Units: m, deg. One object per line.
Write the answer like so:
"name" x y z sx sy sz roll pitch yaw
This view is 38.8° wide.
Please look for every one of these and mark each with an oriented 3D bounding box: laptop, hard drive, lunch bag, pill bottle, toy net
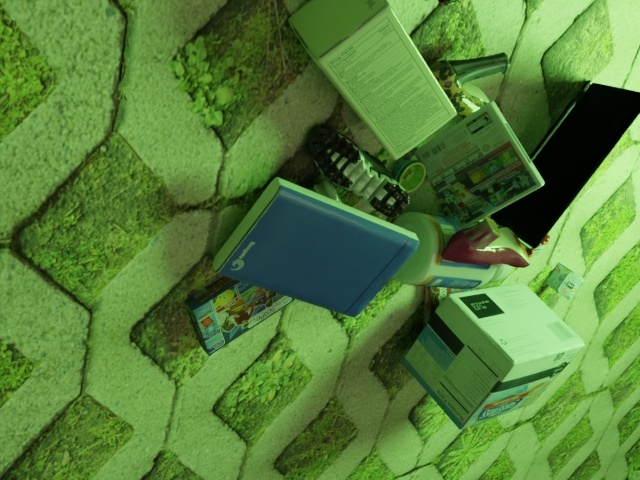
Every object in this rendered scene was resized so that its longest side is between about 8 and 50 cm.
"laptop" 0.586 -0.134 2.034 0.382 0.236 0.408 -53 142 7
"hard drive" -0.004 0.022 1.636 0.318 0.040 0.210 20 122 -34
"lunch bag" 0.655 0.111 2.431 0.071 0.083 0.053 -53 142 7
"pill bottle" 0.279 0.026 1.919 0.272 0.152 0.152 6 117 -39
"toy net" 0.114 -0.065 1.793 0.122 0.045 0.232 6 117 -47

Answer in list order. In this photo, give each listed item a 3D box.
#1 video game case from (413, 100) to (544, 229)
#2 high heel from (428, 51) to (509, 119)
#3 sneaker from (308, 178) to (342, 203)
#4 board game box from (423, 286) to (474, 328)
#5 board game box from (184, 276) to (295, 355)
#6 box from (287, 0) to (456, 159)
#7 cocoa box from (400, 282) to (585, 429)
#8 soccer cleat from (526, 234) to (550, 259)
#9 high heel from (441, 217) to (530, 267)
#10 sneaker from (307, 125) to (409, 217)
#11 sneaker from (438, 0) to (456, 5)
"video game case" 0.299 -0.140 1.738 0.201 0.183 0.023 -32 -179 41
"high heel" 0.253 -0.245 1.765 0.186 0.093 0.261 -13 139 -15
"sneaker" 0.000 0.000 1.721 0.115 0.105 0.281 -20 135 -1
"board game box" 0.303 0.094 2.125 0.145 0.027 0.281 -28 138 -22
"board game box" -0.147 0.113 1.701 0.201 0.035 0.136 -32 139 -20
"box" 0.092 -0.283 1.503 0.148 0.121 0.311 -36 143 7
"cocoa box" 0.411 0.267 2.170 0.347 0.231 0.228 -4 134 -48
"soccer cleat" 0.547 0.017 2.295 0.083 0.029 0.035 -44 151 -1
"high heel" 0.341 0.029 1.847 0.117 0.082 0.244 -35 153 21
"sneaker" 0.060 -0.134 1.658 0.234 0.106 0.078 36 104 -26
"sneaker" 0.235 -0.446 1.582 0.178 0.072 0.077 0 134 -34
